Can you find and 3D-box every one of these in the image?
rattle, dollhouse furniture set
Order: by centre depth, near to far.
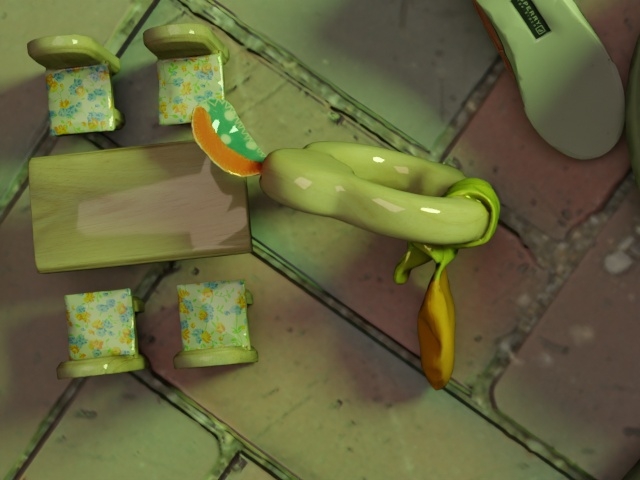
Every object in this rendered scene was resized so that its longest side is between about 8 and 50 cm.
[{"bbox_3d":[0.000,0.000,0.931,0.199,0.130,0.143,5,126,-23],"label":"rattle"},{"bbox_3d":[-0.168,-0.020,0.935,0.242,0.161,0.212,-6,85,6],"label":"dollhouse furniture set"}]

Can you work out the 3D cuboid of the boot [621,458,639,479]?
[{"bbox_3d":[0.344,0.200,0.890,0.338,0.118,0.223,42,86,3],"label":"boot"}]

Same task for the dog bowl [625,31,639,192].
[{"bbox_3d":[0.359,-0.085,0.875,0.348,0.102,0.349,-1,72,3],"label":"dog bowl"}]

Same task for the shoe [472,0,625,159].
[{"bbox_3d":[0.138,-0.139,0.959,0.063,0.081,0.178,-28,113,16],"label":"shoe"}]
